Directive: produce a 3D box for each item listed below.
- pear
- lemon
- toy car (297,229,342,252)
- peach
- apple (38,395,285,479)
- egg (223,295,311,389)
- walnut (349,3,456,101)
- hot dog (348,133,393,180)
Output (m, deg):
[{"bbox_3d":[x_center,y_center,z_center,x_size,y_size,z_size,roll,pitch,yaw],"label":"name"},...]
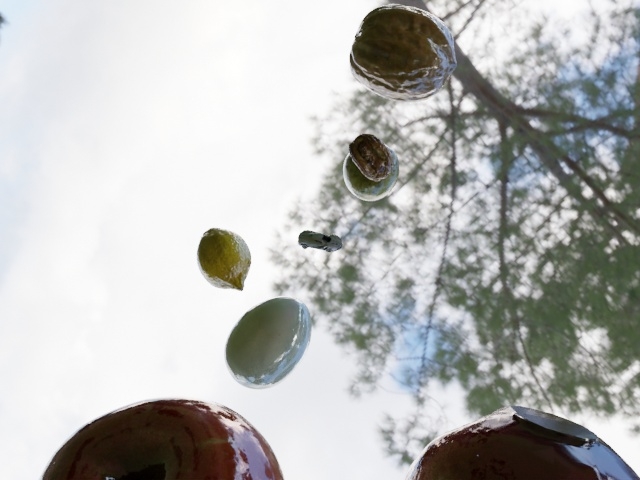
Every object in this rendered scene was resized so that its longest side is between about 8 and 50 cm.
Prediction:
[{"bbox_3d":[0.095,-0.129,1.600,0.131,0.107,0.107,134,-23,-67],"label":"pear"},{"bbox_3d":[-0.112,0.024,1.007,0.065,0.065,0.092,-39,-116,13],"label":"lemon"},{"bbox_3d":[0.000,0.000,1.727,0.093,0.025,0.041,7,-136,16],"label":"toy car"},{"bbox_3d":[0.305,0.408,1.237,0.406,0.335,0.310,27,-83,49],"label":"peach"},{"bbox_3d":[-0.152,0.288,0.832,0.260,0.217,0.260,-13,-144,9],"label":"apple"},{"bbox_3d":[-0.101,0.199,1.687,0.209,0.151,0.151,-52,-139,12],"label":"egg"},{"bbox_3d":[0.166,-0.369,1.693,0.213,0.213,0.213,-22,-131,28],"label":"walnut"},{"bbox_3d":[0.085,-0.138,1.413,0.058,0.083,0.035,-41,-170,6],"label":"hot dog"}]
